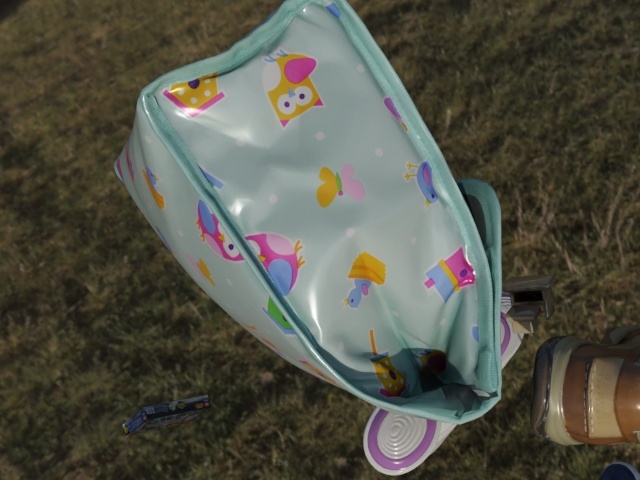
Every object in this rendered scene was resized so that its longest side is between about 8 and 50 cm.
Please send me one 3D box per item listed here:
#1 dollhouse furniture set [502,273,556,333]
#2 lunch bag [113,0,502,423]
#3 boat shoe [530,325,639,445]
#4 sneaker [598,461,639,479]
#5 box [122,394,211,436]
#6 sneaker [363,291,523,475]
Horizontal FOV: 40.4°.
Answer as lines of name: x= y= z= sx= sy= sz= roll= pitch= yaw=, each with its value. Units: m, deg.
dollhouse furniture set: x=0.167 y=0.065 z=0.978 sx=0.161 sy=0.101 sz=0.182 roll=-6 pitch=13 yaw=27
lunch bag: x=0.000 y=0.000 z=0.569 sx=0.160 sy=0.262 sz=0.223 roll=-38 pitch=5 yaw=-16
boat shoe: x=0.323 y=0.150 z=0.853 sx=0.120 sy=0.324 sz=0.122 roll=0 pitch=89 yaw=39
sneaker: x=0.474 y=0.515 z=1.476 sx=0.099 sy=0.153 sz=0.282 roll=5 pitch=78 yaw=45
box: x=-0.282 y=0.323 z=1.600 sx=0.094 sy=0.137 sz=0.027 roll=-40 pitch=64 yaw=44
sneaker: x=0.162 y=0.191 z=1.190 sx=0.114 sy=0.152 sz=0.305 roll=40 pitch=75 yaw=16
